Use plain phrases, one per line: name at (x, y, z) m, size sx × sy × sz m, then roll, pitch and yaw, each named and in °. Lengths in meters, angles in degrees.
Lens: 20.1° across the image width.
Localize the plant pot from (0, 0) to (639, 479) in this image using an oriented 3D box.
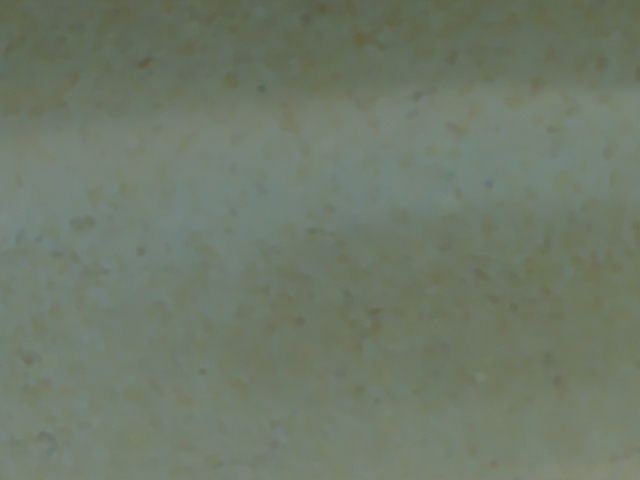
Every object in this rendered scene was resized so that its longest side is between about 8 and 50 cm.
plant pot at (0.000, 0.000, 0.452) m, size 0.306 × 0.333 × 0.334 m, roll -3°, pitch 149°, yaw 19°
